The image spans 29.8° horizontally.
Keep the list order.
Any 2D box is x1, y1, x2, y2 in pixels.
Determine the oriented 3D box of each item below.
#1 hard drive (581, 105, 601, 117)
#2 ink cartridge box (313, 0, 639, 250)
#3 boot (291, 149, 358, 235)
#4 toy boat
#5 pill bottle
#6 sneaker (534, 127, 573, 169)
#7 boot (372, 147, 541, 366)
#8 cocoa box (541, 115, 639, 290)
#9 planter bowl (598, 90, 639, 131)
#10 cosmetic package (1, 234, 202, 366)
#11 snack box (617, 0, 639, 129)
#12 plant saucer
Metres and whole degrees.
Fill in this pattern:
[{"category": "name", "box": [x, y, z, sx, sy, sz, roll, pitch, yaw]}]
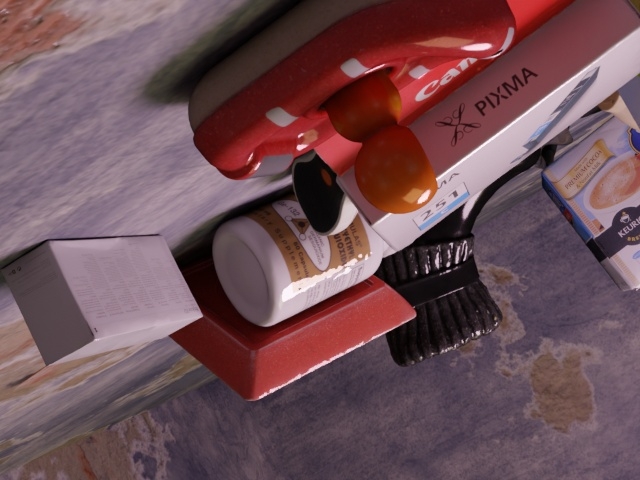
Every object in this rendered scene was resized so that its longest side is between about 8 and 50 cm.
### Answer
[{"category": "hard drive", "box": [0.543, -0.292, 1.816, 0.203, 0.040, 0.307, -22, 170, -45]}, {"category": "ink cartridge box", "box": [0.144, -0.121, 1.043, 0.296, 0.066, 0.261, -37, 163, 4]}, {"category": "boot", "box": [0.071, -0.094, 1.224, 0.176, 0.088, 0.244, -27, 170, -22]}, {"category": "toy boat", "box": [0.034, -0.089, 0.817, 0.231, 0.151, 0.151, -32, 173, 27]}, {"category": "pill bottle", "box": [0.000, 0.000, 1.416, 0.229, 0.131, 0.131, -25, 172, -31]}, {"category": "sneaker", "box": [0.318, -0.139, 1.878, 0.071, 0.083, 0.191, -25, 174, -37]}, {"category": "boot", "box": [0.210, 0.003, 1.728, 0.348, 0.260, 0.131, -30, 173, 11]}, {"category": "cocoa box", "box": [0.539, -0.113, 1.843, 0.347, 0.228, 0.231, -38, 172, 7]}, {"category": "planter bowl", "box": [0.409, -0.209, 1.512, 0.109, 0.162, 0.162, 1, 166, -11]}, {"category": "cosmetic package", "box": [-0.201, 0.053, 1.143, 0.060, 0.099, 0.239, -31, 172, 15]}, {"category": "snack box", "box": [0.363, -0.187, 1.174, 0.070, 0.207, 0.174, -25, 172, -28]}, {"category": "plant saucer", "box": [-0.059, 0.068, 1.481, 0.258, 0.259, 0.047, -25, 129, -31]}]
